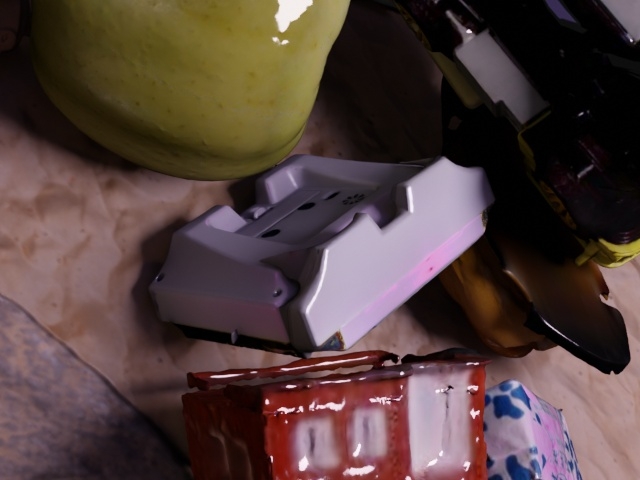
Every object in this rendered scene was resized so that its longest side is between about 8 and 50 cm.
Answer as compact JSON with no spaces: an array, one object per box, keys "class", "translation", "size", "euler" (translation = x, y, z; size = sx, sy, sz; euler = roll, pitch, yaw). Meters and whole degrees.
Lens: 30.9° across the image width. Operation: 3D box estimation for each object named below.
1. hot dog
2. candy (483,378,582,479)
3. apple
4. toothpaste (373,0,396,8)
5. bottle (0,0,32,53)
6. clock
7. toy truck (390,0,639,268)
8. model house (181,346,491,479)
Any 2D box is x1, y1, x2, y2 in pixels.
[{"class":"hot dog","translation":[0.171,-0.004,1.086],"size":[0.194,0.107,0.326],"euler":[27,40,-24]},{"class":"candy","translation":[0.163,0.176,0.950],"size":[0.160,0.073,0.092],"euler":[38,35,-57]},{"class":"apple","translation":[-0.104,-0.180,0.939],"size":[0.279,0.279,0.279],"euler":[13,57,-21]},{"class":"toothpaste","translation":[0.104,-0.267,1.240],"size":[0.296,0.048,0.075],"euler":[14,60,-17]},{"class":"bottle","translation":[-0.303,-0.194,0.944],"size":[0.152,0.099,0.099],"euler":[-1,64,-30]},{"class":"clock","translation":[0.000,0.000,0.944],"size":[0.253,0.186,0.083],"euler":[-37,118,-38]},{"class":"toy truck","translation":[0.192,-0.167,1.010],"size":[0.180,0.254,0.405],"euler":[-37,74,4]},{"class":"model house","translation":[0.017,0.211,0.848],"size":[0.195,0.160,0.254],"euler":[-4,93,-30]}]
